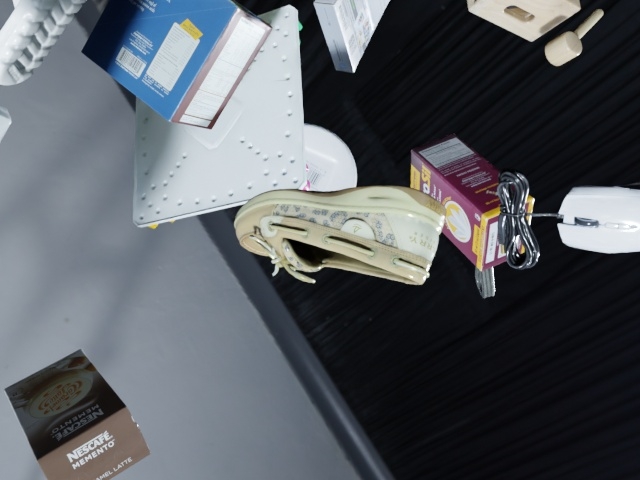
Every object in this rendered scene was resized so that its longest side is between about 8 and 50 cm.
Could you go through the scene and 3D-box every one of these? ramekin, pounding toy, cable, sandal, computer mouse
[{"bbox_3d":[-0.045,-0.152,1.551,0.278,0.135,0.277,2,83,-16],"label":"ramekin"},{"bbox_3d":[0.286,-0.316,0.850,0.181,0.094,0.205,11,67,-32],"label":"pounding toy"},{"bbox_3d":[0.323,0.013,1.191,0.139,0.072,0.287,-109,176,-54],"label":"cable"},{"bbox_3d":[-0.498,-0.471,1.147,0.102,0.416,0.169,38,4,-3],"label":"sandal"},{"bbox_3d":[0.270,-0.022,0.611,0.042,0.193,0.105,-68,155,-67],"label":"computer mouse"}]

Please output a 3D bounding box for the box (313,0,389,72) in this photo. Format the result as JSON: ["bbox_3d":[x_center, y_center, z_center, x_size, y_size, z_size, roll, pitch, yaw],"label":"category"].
[{"bbox_3d":[0.059,-0.390,1.014,0.186,0.038,0.145,-64,155,-20],"label":"box"}]

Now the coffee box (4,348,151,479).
[{"bbox_3d":[-0.390,0.284,1.002,0.141,0.247,0.098,-30,118,-28],"label":"coffee box"}]

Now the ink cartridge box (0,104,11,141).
[{"bbox_3d":[-0.476,-0.060,0.600,0.239,0.275,0.060,27,6,-35],"label":"ink cartridge box"}]

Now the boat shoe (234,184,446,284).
[{"bbox_3d":[0.000,0.000,0.691,0.105,0.285,0.089,27,69,-39],"label":"boat shoe"}]

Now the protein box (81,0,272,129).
[{"bbox_3d":[-0.227,-0.321,1.011,0.200,0.201,0.136,38,14,12],"label":"protein box"}]

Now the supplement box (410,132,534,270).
[{"bbox_3d":[0.213,-0.060,0.922,0.081,0.104,0.188,-22,45,-15],"label":"supplement box"}]

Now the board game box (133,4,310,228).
[{"bbox_3d":[-0.204,-0.239,1.272,0.050,0.390,0.389,30,54,-61],"label":"board game box"}]
